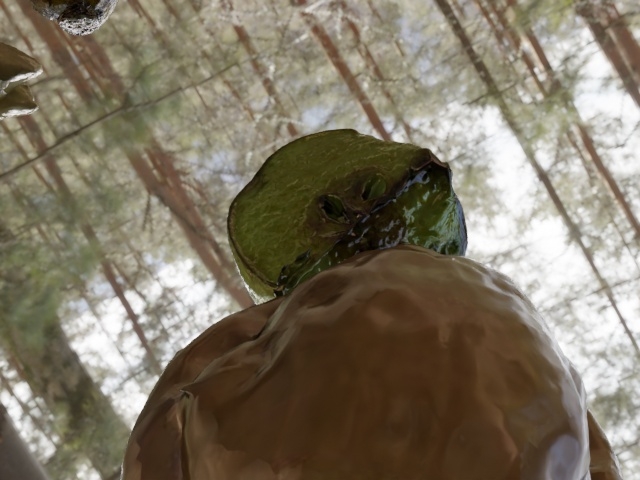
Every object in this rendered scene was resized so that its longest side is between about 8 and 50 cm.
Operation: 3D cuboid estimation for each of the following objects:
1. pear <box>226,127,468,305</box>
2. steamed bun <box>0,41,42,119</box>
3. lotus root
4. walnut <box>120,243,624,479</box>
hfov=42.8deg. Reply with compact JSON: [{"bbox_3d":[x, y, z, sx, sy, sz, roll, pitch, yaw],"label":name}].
[{"bbox_3d":[0.000,0.000,0.914,0.238,0.164,0.255,-42,-143,-18],"label":"pear"},{"bbox_3d":[-0.424,-0.157,0.789,0.189,0.428,0.247,-61,150,-12],"label":"steamed bun"},{"bbox_3d":[-0.297,-0.332,0.963,0.120,0.209,0.120,-19,157,-8],"label":"lotus root"},{"bbox_3d":[0.044,0.185,0.603,0.383,0.383,0.383,-29,-176,2],"label":"walnut"}]
